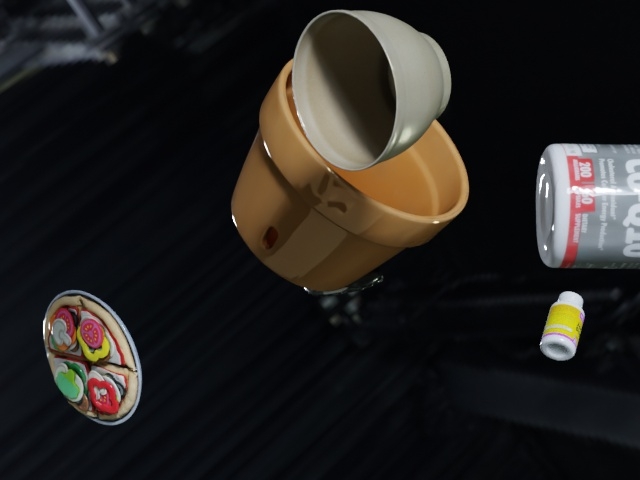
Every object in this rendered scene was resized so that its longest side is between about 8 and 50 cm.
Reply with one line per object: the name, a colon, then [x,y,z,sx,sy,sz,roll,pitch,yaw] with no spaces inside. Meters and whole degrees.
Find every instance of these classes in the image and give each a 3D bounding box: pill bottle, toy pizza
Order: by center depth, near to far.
pill bottle: [0.297,0.103,1.854,0.043,0.083,0.043,14,-39,11]
pill bottle: [0.428,-0.043,1.946,0.161,0.283,0.161,180,-90,-89]
toy pizza: [-0.327,0.167,2.122,0.201,0.032,0.201,18,-61,37]

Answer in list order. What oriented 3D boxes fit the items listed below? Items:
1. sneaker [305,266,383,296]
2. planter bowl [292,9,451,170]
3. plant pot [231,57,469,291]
sneaker: [0.000,0.000,2.310,0.283,0.107,0.124,26,-50,63]
planter bowl: [0.062,-0.159,1.546,0.162,0.109,0.162,20,-64,47]
plant pot: [0.019,-0.072,1.975,0.291,0.291,0.203,46,-56,8]
